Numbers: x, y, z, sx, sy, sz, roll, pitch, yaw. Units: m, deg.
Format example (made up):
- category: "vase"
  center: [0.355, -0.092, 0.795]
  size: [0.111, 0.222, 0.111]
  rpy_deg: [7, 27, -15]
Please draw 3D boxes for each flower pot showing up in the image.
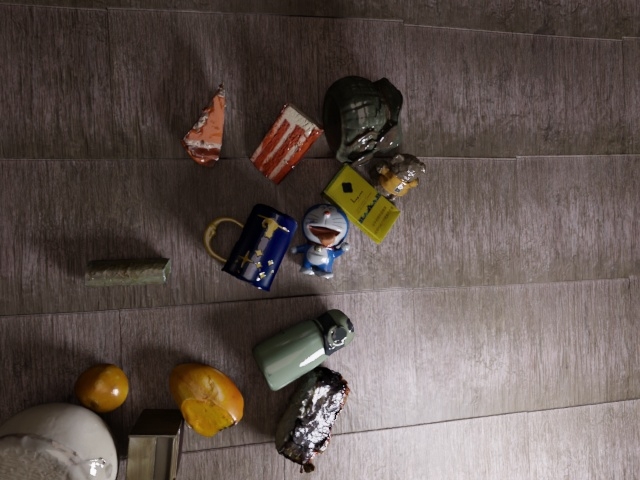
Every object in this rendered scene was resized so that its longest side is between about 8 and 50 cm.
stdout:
- category: "flower pot"
  center: [0.139, -0.394, 1.486]
  size: [0.213, 0.302, 0.302]
  rpy_deg: [-12, 92, -14]

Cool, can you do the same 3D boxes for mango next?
- category: "mango"
  center: [-0.381, 0.504, 1.455]
  size: [0.187, 0.138, 0.257]
  rpy_deg: [-34, 93, 0]

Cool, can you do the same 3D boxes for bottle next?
- category: "bottle"
  center: [-0.050, 0.358, 1.503]
  size: [0.346, 0.168, 0.169]
  rpy_deg: [-27, 94, -12]

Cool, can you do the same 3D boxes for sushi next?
- category: "sushi"
  center: [-0.030, 0.603, 1.489]
  size: [0.181, 0.196, 0.344]
  rpy_deg: [25, 85, -2]

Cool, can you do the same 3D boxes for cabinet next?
- category: "cabinet"
  center: [-0.519, 0.654, 1.386]
  size: [0.148, 0.215, 0.175]
  rpy_deg: [5, 89, -10]

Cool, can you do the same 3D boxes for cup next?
- category: "cup"
  center: [-0.227, 0.004, 1.449]
  size: [0.255, 0.178, 0.256]
  rpy_deg: [28, 82, -36]

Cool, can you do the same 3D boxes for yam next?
- category: "yam"
  center: [-0.621, 0.104, 1.437]
  size: [0.259, 0.093, 0.093]
  rpy_deg: [-2, 90, -11]

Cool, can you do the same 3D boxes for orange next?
- category: "orange"
  center: [-0.687, 0.462, 1.397]
  size: [0.158, 0.136, 0.159]
  rpy_deg: [6, 127, 9]

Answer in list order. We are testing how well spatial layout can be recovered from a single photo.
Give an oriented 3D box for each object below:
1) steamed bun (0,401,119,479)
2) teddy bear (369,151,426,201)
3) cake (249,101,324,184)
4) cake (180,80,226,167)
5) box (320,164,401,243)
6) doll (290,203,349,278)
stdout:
- category: "steamed bun"
  center: [-0.780, 0.644, 1.316]
  size: [0.374, 0.241, 0.375]
  rpy_deg: [1, 110, 2]
- category: "teddy bear"
  center: [0.275, -0.229, 1.546]
  size: [0.177, 0.190, 0.140]
  rpy_deg: [19, 53, -12]
- category: "cake"
  center: [-0.117, -0.352, 1.554]
  size: [0.158, 0.160, 0.262]
  rpy_deg: [39, 118, -8]
- category: "cake"
  center: [-0.381, -0.398, 1.480]
  size: [0.135, 0.098, 0.288]
  rpy_deg: [13, 88, -10]
- category: "box"
  center: [0.148, -0.133, 1.584]
  size: [0.279, 0.041, 0.153]
  rpy_deg: [40, 66, -8]
- category: "doll"
  center: [0.000, 0.000, 1.521]
  size: [0.215, 0.161, 0.257]
  rpy_deg: [9, 91, 15]
